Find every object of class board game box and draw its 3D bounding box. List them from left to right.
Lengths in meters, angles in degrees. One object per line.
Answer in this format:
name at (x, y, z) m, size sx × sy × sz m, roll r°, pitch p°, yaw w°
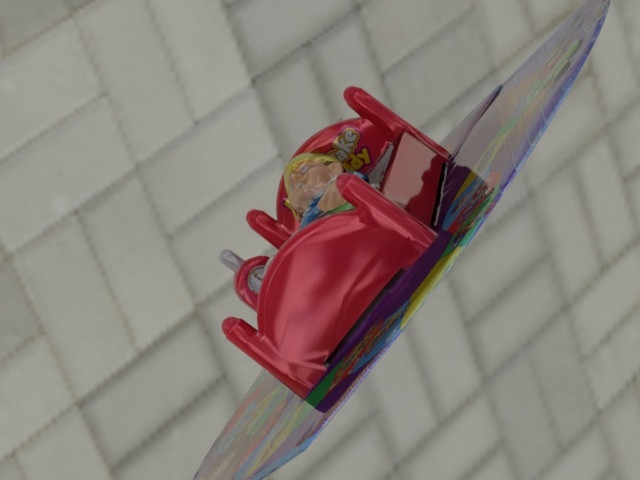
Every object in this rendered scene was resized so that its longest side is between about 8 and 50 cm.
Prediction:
board game box at (0.000, 0.000, 0.403) m, size 0.033 × 0.169 × 0.133 m, roll 37°, pitch 61°, yaw -4°
